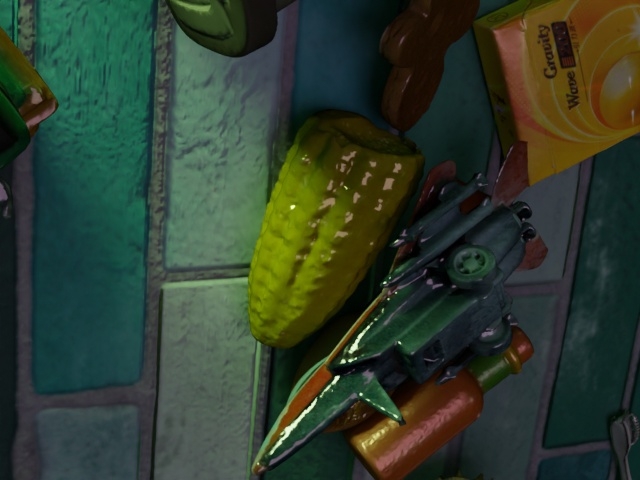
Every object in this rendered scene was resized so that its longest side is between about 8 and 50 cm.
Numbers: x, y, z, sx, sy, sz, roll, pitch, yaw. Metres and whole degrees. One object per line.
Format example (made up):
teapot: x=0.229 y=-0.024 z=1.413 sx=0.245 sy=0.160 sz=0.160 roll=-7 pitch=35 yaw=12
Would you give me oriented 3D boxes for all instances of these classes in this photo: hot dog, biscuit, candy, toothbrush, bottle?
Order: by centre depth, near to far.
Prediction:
biscuit: x=0.085 y=-0.174 z=0.845 sx=0.138 sy=0.031 sz=0.205 roll=-37 pitch=149 yaw=-48
candy: x=0.000 y=0.000 z=0.877 sx=0.106 sy=0.094 sz=0.198 roll=15 pitch=109 yaw=-34
hot dog: x=0.027 y=0.103 z=0.950 sx=0.090 sy=0.060 sz=0.140 roll=23 pitch=106 yaw=-34
bottle: x=0.111 y=0.142 z=0.994 sx=0.187 sy=0.069 sz=0.069 roll=-35 pitch=120 yaw=-10
toothbrush: x=0.334 y=0.301 z=1.184 sx=0.026 sy=0.024 sz=0.288 roll=-28 pitch=118 yaw=-28

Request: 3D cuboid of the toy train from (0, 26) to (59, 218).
toy train: x=-0.301 y=-0.147 z=0.590 sx=0.178 sy=0.249 sz=0.429 roll=-38 pitch=121 yaw=-6

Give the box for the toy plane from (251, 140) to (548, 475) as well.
toy plane: x=0.071 y=0.071 z=0.871 sx=0.326 sy=0.104 sz=0.223 roll=-48 pitch=141 yaw=-24

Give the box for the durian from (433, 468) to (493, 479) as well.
durian: x=0.111 y=0.311 z=1.020 sx=0.252 sy=0.139 sz=0.144 roll=-47 pitch=116 yaw=-1

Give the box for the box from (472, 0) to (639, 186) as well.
box: x=0.267 y=-0.169 z=0.959 sx=0.269 sy=0.043 sz=0.152 roll=-27 pitch=118 yaw=-14

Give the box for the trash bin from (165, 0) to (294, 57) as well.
trash bin: x=-0.013 y=-0.272 z=0.698 sx=0.250 sy=0.219 sz=0.219 roll=-32 pitch=120 yaw=-17
